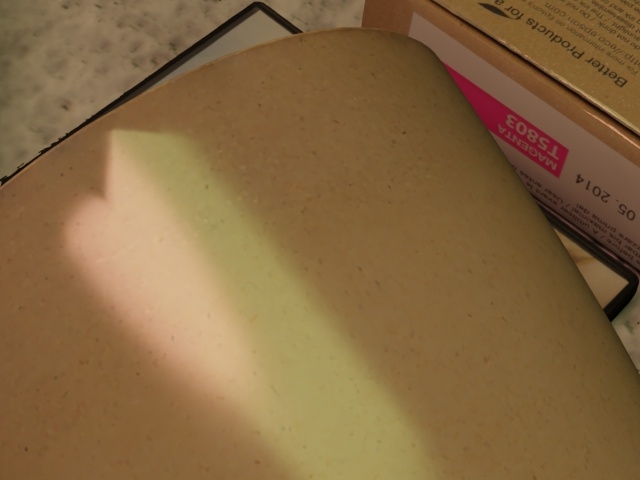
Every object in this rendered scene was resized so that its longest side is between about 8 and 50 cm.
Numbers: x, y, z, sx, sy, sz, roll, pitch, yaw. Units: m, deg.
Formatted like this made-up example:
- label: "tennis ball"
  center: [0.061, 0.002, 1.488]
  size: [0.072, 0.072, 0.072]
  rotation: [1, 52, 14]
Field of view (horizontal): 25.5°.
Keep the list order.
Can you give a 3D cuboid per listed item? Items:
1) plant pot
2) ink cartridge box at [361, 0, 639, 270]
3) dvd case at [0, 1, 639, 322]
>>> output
- label: "plant pot"
  center: [0.023, 0.121, 0.437]
  size: [0.256, 0.256, 0.274]
  rotation: [-28, 65, -23]
- label: "ink cartridge box"
  center: [0.166, -0.102, 0.721]
  size: [0.235, 0.088, 0.193]
  rotation: [38, 61, 18]
- label: "dvd case"
  center: [0.000, 0.000, 0.671]
  size: [0.253, 0.022, 0.180]
  rotation: [38, 60, 19]
